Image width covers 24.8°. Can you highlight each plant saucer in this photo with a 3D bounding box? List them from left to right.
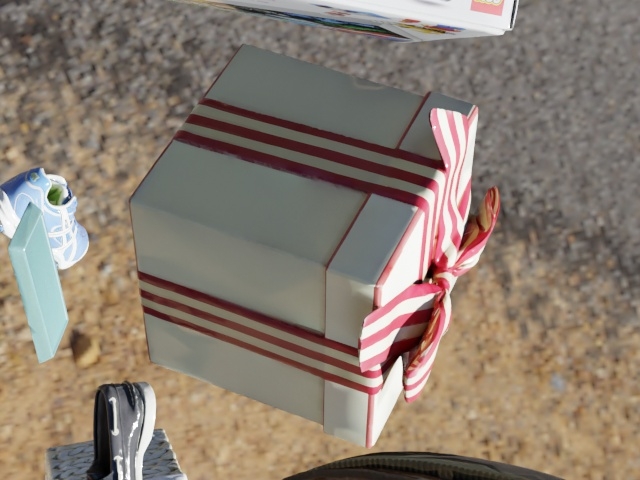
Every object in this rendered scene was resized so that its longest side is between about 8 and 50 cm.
[{"bbox_3d":[-0.292,0.047,1.523,0.192,0.018,0.067,87,14,-48],"label":"plant saucer"}]

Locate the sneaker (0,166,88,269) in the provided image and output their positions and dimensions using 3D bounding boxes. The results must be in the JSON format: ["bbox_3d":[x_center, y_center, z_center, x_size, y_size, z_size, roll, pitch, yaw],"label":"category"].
[{"bbox_3d":[-0.316,-0.026,1.721,0.080,0.081,0.211,55,4,18],"label":"sneaker"}]

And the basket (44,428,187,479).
[{"bbox_3d":[-0.255,0.311,1.796,0.167,0.113,0.103,-7,43,-17],"label":"basket"}]

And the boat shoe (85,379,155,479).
[{"bbox_3d":[-0.141,0.157,0.989,0.038,0.046,0.125,5,100,-33],"label":"boat shoe"}]

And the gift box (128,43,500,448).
[{"bbox_3d":[0.000,0.000,1.245,0.276,0.258,0.255,89,24,-53],"label":"gift box"}]

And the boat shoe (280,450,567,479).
[{"bbox_3d":[0.074,0.146,0.362,0.104,0.307,0.110,-5,114,-49],"label":"boat shoe"}]

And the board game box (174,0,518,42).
[{"bbox_3d":[-0.065,-0.160,0.801,0.305,0.193,0.053,8,95,-14],"label":"board game box"}]
